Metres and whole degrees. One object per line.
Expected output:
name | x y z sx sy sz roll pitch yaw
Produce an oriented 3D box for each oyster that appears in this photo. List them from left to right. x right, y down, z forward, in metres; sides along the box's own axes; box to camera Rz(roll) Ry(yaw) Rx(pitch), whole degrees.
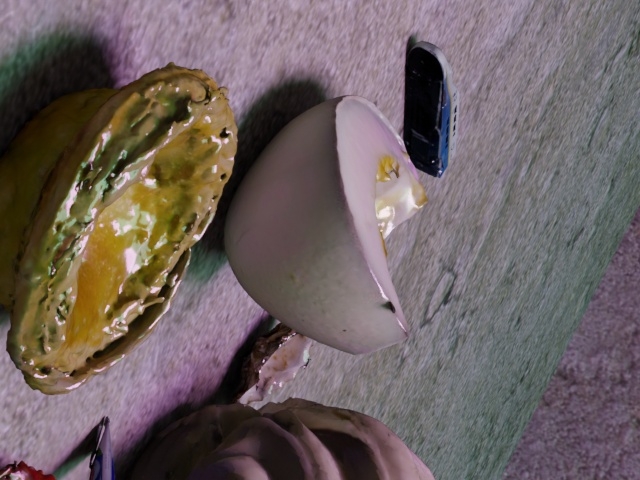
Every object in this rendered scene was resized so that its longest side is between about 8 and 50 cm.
oyster | -0.053 0.128 2.156 0.148 0.051 0.103 -42 166 -1

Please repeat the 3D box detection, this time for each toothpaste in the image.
toothpaste | -0.202 0.232 1.829 0.170 0.028 0.045 -98 -161 -55

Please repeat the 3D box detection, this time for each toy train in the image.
toy train | 0.126 -0.158 2.216 0.051 0.052 0.234 -55 161 -27

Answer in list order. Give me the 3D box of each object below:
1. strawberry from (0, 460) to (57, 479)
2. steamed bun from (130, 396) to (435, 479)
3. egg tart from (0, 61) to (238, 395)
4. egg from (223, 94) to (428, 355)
strawberry | -0.275 0.349 1.758 0.233 0.137 0.306 -44 157 -40
steamed bun | -0.059 0.292 1.996 0.339 0.352 0.247 -62 142 -38
egg tart | -0.170 -0.016 1.512 0.288 0.118 0.288 -54 161 -28
egg | -0.008 -0.016 1.894 0.206 0.161 0.271 56 23 -36
